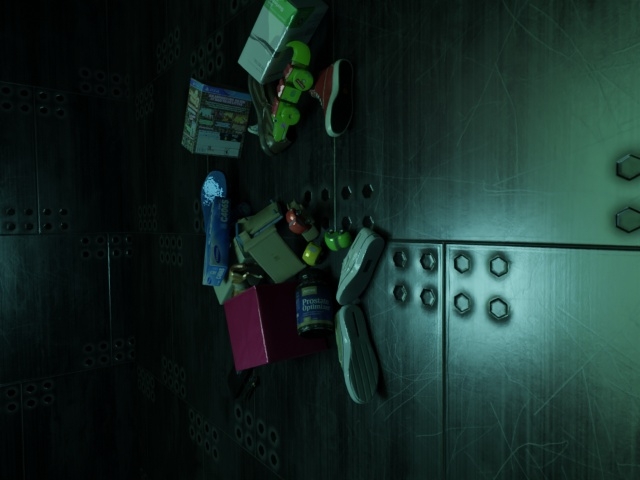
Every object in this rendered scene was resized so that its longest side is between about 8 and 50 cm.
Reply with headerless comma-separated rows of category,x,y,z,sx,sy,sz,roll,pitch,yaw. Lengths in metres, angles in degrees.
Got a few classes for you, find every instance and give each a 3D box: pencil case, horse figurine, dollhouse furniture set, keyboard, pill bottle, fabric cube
pencil case,-0.371,-0.115,1.957,0.152,0.065,0.070,-28,55,49
horse figurine,-0.297,0.163,1.738,0.263,0.175,0.066,77,-169,-46
dollhouse furniture set,-0.150,-0.028,1.681,0.286,0.198,0.303,-35,29,5
keyboard,-0.351,0.624,1.999,0.201,0.033,0.317,59,135,39
pill bottle,-0.022,0.211,1.475,0.123,0.123,0.219,-39,47,45
fabric cube,-0.168,0.306,1.577,0.259,0.254,0.258,-31,69,48

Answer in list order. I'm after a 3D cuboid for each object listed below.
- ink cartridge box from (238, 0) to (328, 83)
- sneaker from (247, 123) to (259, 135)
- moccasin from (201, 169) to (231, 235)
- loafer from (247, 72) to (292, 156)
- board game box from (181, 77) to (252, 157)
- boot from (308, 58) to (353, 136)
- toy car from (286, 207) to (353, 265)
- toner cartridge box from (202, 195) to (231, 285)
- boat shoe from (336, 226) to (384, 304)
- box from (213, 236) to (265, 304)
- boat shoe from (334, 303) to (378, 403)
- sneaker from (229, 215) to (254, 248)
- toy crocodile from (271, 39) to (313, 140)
ink cartridge box,-0.131,-0.702,1.494,0.121,0.211,0.289,43,130,2
sneaker,-0.248,-0.461,1.807,0.135,0.052,0.058,30,105,38
moccasin,-0.487,-0.171,2.035,0.138,0.117,0.341,15,114,4
loafer,-0.173,-0.511,1.666,0.130,0.134,0.365,-9,94,24
board game box,-0.453,-0.527,1.904,0.141,0.232,0.290,38,120,43
boot,0.020,-0.453,1.441,0.176,0.089,0.244,2,85,51
toy car,0.000,0.000,1.455,0.225,0.053,0.238,1,126,35
toner cartridge box,-0.432,-0.001,1.830,0.165,0.075,0.347,123,149,-49
boat shoe,0.112,0.080,1.361,0.084,0.095,0.258,47,116,44
box,-0.335,0.131,1.863,0.311,0.148,0.121,-56,50,35
boat shoe,0.108,0.354,1.376,0.094,0.109,0.302,135,132,-61
sneaker,-0.370,-0.007,1.918,0.290,0.123,0.105,-55,54,39
toy crocodile,-0.108,-0.503,1.493,0.115,0.105,0.340,-107,34,-49
